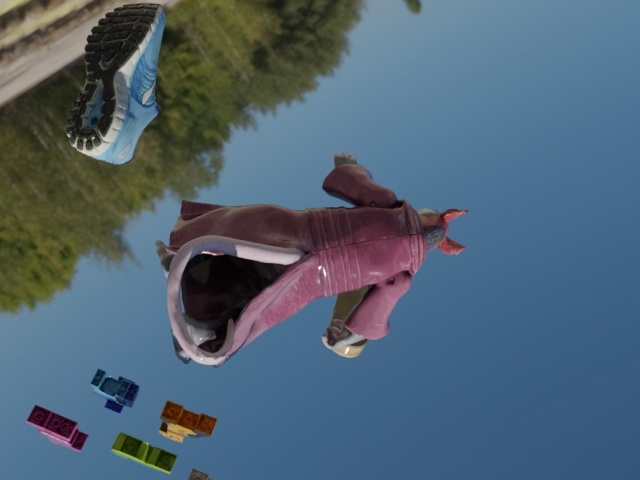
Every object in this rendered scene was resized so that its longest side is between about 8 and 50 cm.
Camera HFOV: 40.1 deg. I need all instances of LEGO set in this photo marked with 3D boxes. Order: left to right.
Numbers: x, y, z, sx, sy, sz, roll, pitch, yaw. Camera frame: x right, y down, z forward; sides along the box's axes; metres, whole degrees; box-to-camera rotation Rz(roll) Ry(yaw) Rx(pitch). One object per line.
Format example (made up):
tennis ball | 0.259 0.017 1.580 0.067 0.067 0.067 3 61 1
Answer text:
LEGO set | -0.183 0.208 0.936 0.093 0.227 0.087 114 -1 -64

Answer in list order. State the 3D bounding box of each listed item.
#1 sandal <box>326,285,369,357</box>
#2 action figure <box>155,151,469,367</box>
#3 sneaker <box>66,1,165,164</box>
sandal | 0.050 0.120 1.345 0.079 0.088 0.240 -65 176 31
action figure | 0.000 0.000 1.002 0.370 0.248 0.276 -13 172 -8
sneaker | -0.178 -0.143 0.801 0.063 0.073 0.162 10 -106 25
